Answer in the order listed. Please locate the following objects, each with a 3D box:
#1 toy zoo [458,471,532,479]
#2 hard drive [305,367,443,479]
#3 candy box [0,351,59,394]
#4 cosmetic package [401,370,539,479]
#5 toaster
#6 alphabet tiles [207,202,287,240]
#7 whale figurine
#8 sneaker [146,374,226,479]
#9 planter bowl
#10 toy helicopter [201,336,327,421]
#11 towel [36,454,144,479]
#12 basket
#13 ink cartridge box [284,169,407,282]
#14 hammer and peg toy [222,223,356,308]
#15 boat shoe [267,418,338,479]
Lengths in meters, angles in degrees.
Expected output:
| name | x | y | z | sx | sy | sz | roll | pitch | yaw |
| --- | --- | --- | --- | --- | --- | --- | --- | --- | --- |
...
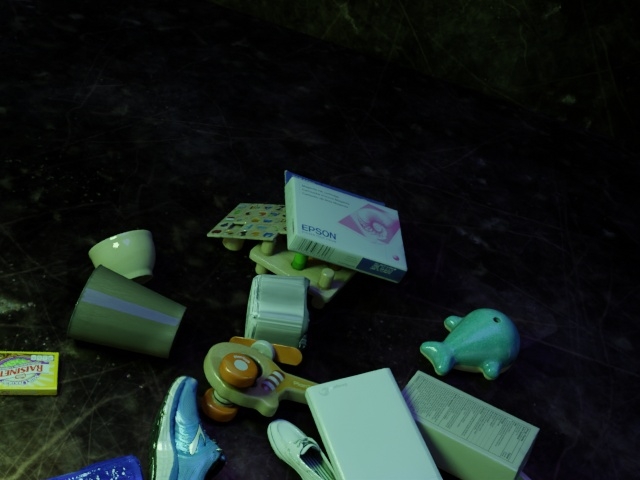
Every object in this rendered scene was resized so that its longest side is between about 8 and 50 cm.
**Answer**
| name | x | y | z | sx | sy | sz | roll | pitch | yaw |
| --- | --- | --- | --- | --- | --- | --- | --- | --- | --- |
| toy zoo | 0.372 | 0.598 | 1.837 | 0.293 | 0.030 | 0.192 | -23 | 54 | -40 |
| hard drive | 0.112 | 0.426 | 1.789 | 0.203 | 0.040 | 0.307 | -11 | 50 | -17 |
| candy box | -0.671 | 0.284 | 1.801 | 0.206 | 0.027 | 0.105 | 3 | 44 | -18 |
| cosmetic package | 0.317 | 0.439 | 1.907 | 0.309 | 0.113 | 0.160 | 25 | 38 | 22 |
| toaster | -0.106 | 0.181 | 2.075 | 0.147 | 0.129 | 0.227 | 8 | 41 | -7 |
| alphabet tiles | -0.157 | -0.052 | 2.265 | 0.237 | 0.009 | 0.198 | 4 | 29 | 24 |
| whale figurine | 0.394 | 0.262 | 2.163 | 0.272 | 0.141 | 0.216 | -9 | 46 | -29 |
| sneaker | -0.273 | 0.431 | 1.725 | 0.147 | 0.129 | 0.330 | 13 | 46 | -18 |
| planter bowl | -0.476 | 0.057 | 2.069 | 0.162 | 0.162 | 0.109 | -14 | 74 | -34 |
| toy helicopter | -0.098 | 0.321 | 1.937 | 0.355 | 0.140 | 0.235 | 20 | 28 | -16 |
| towel | -0.462 | 0.516 | 1.526 | 0.308 | 0.076 | 0.227 | -12 | 45 | -19 |
| basket | -0.435 | 0.176 | 1.935 | 0.227 | 0.154 | 0.204 | 20 | 40 | -4 |
| ink cartridge box | 0.064 | -0.060 | 2.255 | 0.324 | 0.071 | 0.330 | 17 | 41 | -20 |
| hammer and peg toy | -0.067 | 0.009 | 2.294 | 0.361 | 0.127 | 0.266 | 30 | 40 | 15 |
| boat shoe | -0.029 | 0.459 | 1.807 | 0.083 | 0.075 | 0.226 | -20 | 52 | -39 |
